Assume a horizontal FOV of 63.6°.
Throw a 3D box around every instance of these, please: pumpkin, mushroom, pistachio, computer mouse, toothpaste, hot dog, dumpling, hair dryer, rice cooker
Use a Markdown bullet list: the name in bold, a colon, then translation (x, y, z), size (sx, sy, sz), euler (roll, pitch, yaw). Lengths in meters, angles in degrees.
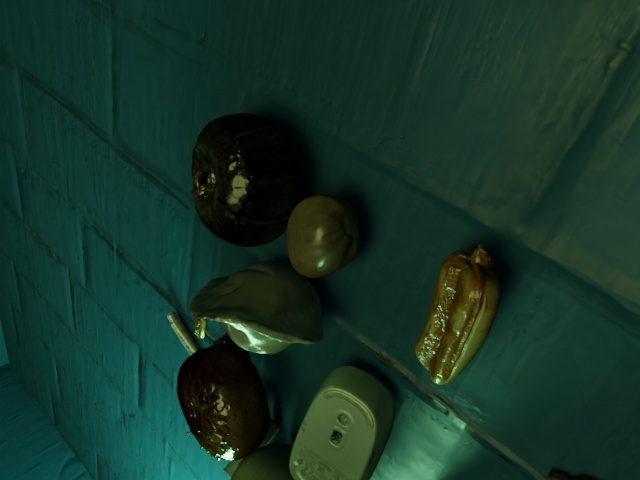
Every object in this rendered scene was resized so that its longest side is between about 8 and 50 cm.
- **pumpkin**: translation (-0.139, -0.100, 0.895), size (0.238, 0.159, 0.237), euler (34, 133, 48)
- **mushroom**: translation (-0.221, 0.343, 1.146), size (0.297, 0.163, 0.278), euler (-39, 57, 52)
- **pistachio**: translation (0.000, 0.000, 0.851), size (0.126, 0.108, 0.185), euler (29, 138, 3)
- **computer mouse**: translation (0.044, 0.365, 0.973), size (0.160, 0.097, 0.288), euler (27, 114, 21)
- **toothpaste**: translation (-0.353, 0.275, 1.382), size (0.048, 0.031, 0.190), euler (-35, 86, 43)
- **hot dog**: translation (-0.310, 0.220, 1.319), size (0.037, 0.021, 0.083), euler (33, 128, 30)
- **dumpling**: translation (-0.130, 0.129, 0.955), size (0.243, 0.227, 0.175), euler (-25, 75, 51)
- **hair dryer**: translation (-0.188, 0.492, 1.257), size (0.044, 0.155, 0.183), euler (52, 154, -11)
- **rice cooker**: translation (-0.067, 0.573, 1.105), size (0.244, 0.226, 0.225), euler (10, 116, 48)
- **hot dog**: translation (0.200, 0.108, 0.731), size (0.102, 0.076, 0.249), euler (-119, 27, -46)

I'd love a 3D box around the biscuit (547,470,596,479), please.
- **biscuit**: translation (0.391, 0.412, 0.727), size (0.280, 0.043, 0.183), euler (-27, 93, 50)
